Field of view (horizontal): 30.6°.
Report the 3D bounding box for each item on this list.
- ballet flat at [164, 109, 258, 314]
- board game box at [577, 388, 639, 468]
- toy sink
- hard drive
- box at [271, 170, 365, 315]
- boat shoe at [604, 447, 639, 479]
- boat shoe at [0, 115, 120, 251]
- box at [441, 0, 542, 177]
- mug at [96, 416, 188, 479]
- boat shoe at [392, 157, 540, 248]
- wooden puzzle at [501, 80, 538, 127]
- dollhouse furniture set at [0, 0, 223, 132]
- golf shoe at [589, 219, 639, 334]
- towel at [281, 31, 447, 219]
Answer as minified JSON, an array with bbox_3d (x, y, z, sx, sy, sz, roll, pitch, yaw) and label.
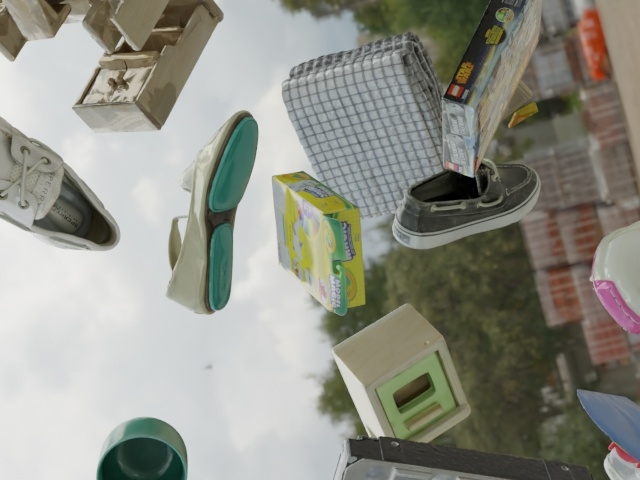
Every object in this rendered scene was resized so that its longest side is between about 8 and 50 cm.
[{"bbox_3d":[-0.136,-0.036,1.368,0.086,0.086,0.248,-37,-40,-77],"label":"ballet flat"},{"bbox_3d":[0.373,0.242,1.420,0.168,0.033,0.133,14,-152,-43],"label":"board game box"},{"bbox_3d":[0.142,0.251,1.904,0.131,0.153,0.234,45,161,53],"label":"toy sink"},{"bbox_3d":[0.172,0.387,1.562,0.064,0.339,0.237,-96,18,-63],"label":"hard drive"},{"bbox_3d":[0.000,0.000,1.183,0.179,0.043,0.105,-138,41,-64],"label":"box"},{"bbox_3d":[0.525,0.346,1.626,0.320,0.118,0.103,29,103,62],"label":"boat shoe"},{"bbox_3d":[-0.302,-0.062,1.200,0.277,0.096,0.098,36,-105,-54],"label":"boat shoe"},{"bbox_3d":[0.126,-0.127,0.853,0.137,0.027,0.094,-62,-19,-23],"label":"box"},{"bbox_3d":[-0.271,0.327,1.711,0.097,0.157,0.129,-108,2,-74],"label":"mug"},{"bbox_3d":[0.177,-0.055,1.331,0.078,0.219,0.070,40,136,32],"label":"boat shoe"},{"bbox_3d":[0.248,-0.194,1.605,0.116,0.078,0.014,43,-167,-45],"label":"wooden puzzle"},{"bbox_3d":[-0.366,-0.394,1.863,0.394,0.362,0.256,50,-127,-42],"label":"dollhouse furniture set"},{"bbox_3d":[0.385,-0.001,1.205,0.115,0.140,0.306,53,-138,8],"label":"golf shoe"},{"bbox_3d":[0.097,-0.182,1.908,0.284,0.235,0.121,63,-149,-27],"label":"towel"}]
